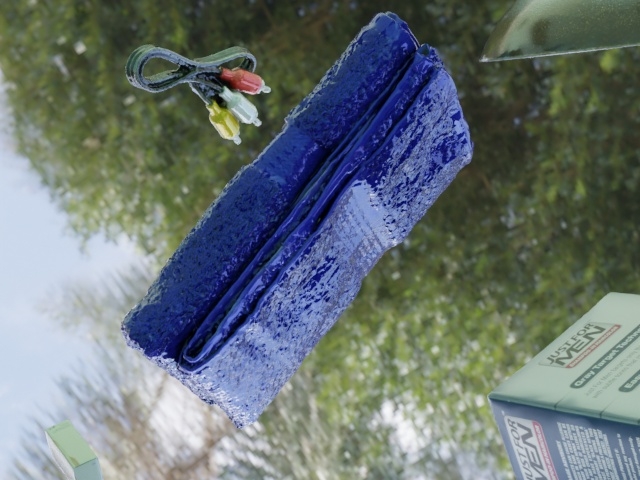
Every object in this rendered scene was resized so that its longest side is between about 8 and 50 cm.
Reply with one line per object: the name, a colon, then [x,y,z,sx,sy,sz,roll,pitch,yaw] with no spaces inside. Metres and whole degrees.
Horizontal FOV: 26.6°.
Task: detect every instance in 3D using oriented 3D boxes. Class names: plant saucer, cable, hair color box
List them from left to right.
cable: [-0.168,-0.244,2.028,0.072,0.287,0.139,29,-88,29]
plant saucer: [0.268,-0.169,0.979,0.310,0.050,0.310,-7,-172,1]
hair color box: [0.315,0.135,1.007,0.174,0.105,0.347,-33,-157,-33]

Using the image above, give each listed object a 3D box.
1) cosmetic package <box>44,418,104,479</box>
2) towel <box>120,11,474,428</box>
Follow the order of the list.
cosmetic package: [-0.364,0.322,2.009,0.041,0.060,0.115,-23,-147,-23]
towel: [0.000,0.000,1.038,0.076,0.228,0.308,37,-97,27]
